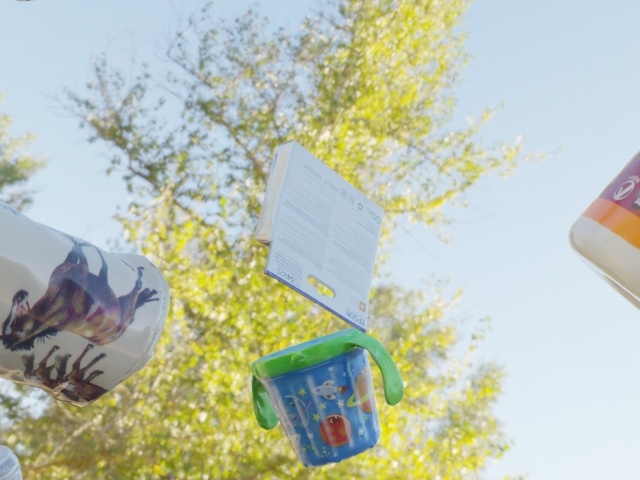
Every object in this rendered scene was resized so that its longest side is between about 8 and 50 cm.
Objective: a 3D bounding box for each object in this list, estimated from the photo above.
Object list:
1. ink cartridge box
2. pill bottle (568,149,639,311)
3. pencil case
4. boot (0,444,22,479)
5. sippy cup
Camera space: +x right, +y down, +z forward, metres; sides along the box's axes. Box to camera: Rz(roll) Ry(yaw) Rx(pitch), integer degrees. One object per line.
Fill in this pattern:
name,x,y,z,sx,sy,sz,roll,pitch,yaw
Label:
ink cartridge box,0.000,0.000,1.166,0.045,0.224,0.223,-17,-39,40
pill bottle,0.233,-0.045,0.363,0.121,0.221,0.121,39,8,-7
pencil case,-0.344,0.009,0.679,0.410,0.160,0.183,30,-10,-30
boot,-0.467,0.329,1.022,0.258,0.095,0.123,-2,-74,44
sippy cup,0.008,0.304,1.504,0.305,0.240,0.224,150,-77,-72
